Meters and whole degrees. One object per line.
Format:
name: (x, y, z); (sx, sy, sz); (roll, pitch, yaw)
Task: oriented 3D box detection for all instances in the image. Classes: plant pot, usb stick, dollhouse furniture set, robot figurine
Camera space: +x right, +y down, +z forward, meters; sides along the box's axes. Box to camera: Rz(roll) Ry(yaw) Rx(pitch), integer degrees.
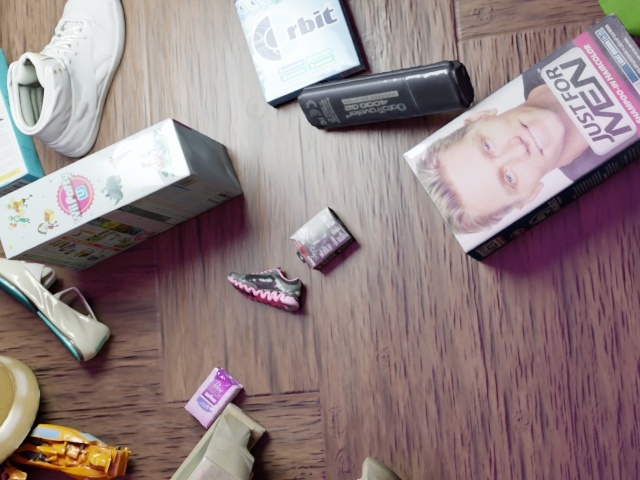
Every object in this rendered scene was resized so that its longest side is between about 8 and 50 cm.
plant pot: (-0.547, 0.267, 1.820); (0.236, 0.032, 0.236); (-12, 46, 12)
usb stick: (0.091, -0.206, 1.695); (0.278, 0.077, 0.045); (-5, 37, 37)
dollhouse furniture set: (-0.035, 0.440, 1.646); (0.394, 0.256, 0.362); (37, 97, -3)
robot figurine: (-0.442, 0.363, 1.813); (0.291, 0.085, 0.211); (8, 84, 17)

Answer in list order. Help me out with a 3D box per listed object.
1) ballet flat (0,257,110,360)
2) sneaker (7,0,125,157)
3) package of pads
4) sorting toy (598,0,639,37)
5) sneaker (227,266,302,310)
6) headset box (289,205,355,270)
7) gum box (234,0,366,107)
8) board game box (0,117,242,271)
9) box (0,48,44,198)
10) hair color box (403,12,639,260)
ballet flat: (-0.427, 0.090, 1.856); (0.248, 0.086, 0.086); (40, 95, 16)
sneaker: (-0.396, -0.288, 1.841); (0.108, 0.169, 0.292); (6, 83, 19)
package of pads: (-0.160, 0.236, 1.774); (0.050, 0.032, 0.083); (39, 95, 15)
sorting toy: (0.489, -0.353, 1.639); (0.365, 0.127, 0.126); (35, 64, 20)
sneaker: (-0.080, 0.063, 1.771); (0.119, 0.047, 0.057); (18, 73, 14)
headset box: (0.000, 0.000, 1.756); (0.083, 0.032, 0.062); (-41, 73, 9)
gum box: (-0.034, -0.317, 1.803); (0.157, 0.041, 0.184); (-20, 77, 14)
board game box: (-0.296, -0.061, 1.752); (0.303, 0.224, 0.097); (-25, 78, 12)
box: (-0.539, -0.194, 1.926); (0.100, 0.060, 0.244); (-23, 77, 12)
hair color box: (0.310, -0.138, 1.645); (0.347, 0.105, 0.174); (-34, 74, 10)
